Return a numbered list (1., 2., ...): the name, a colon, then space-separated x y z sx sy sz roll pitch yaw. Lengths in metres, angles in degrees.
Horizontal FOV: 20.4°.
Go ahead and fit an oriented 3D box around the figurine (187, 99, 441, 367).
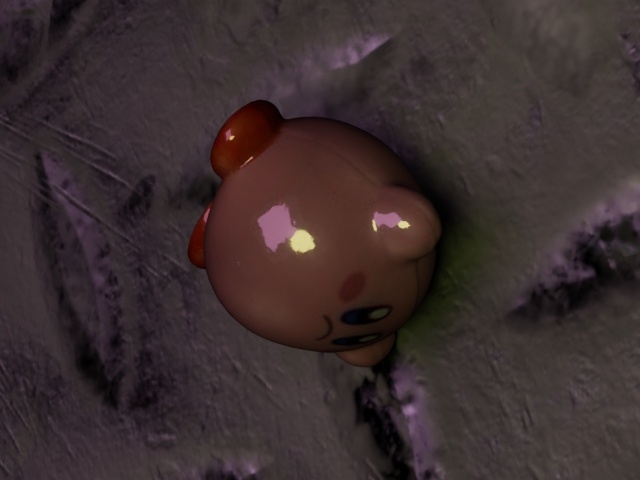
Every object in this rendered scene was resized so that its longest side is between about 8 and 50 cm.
1. figurine: 0.000 0.000 1.252 0.173 0.173 0.173 -10 75 39
